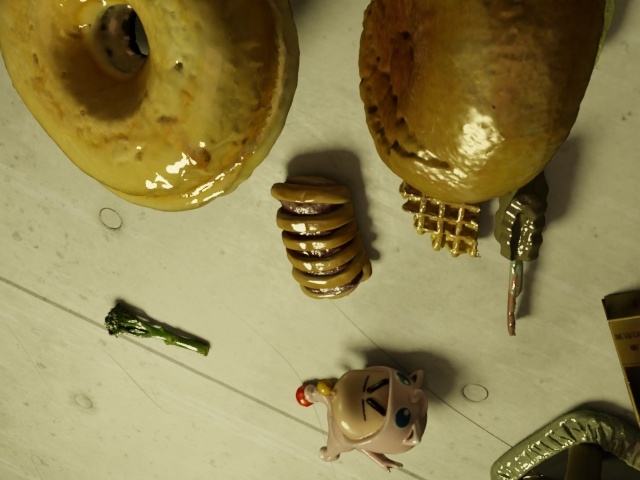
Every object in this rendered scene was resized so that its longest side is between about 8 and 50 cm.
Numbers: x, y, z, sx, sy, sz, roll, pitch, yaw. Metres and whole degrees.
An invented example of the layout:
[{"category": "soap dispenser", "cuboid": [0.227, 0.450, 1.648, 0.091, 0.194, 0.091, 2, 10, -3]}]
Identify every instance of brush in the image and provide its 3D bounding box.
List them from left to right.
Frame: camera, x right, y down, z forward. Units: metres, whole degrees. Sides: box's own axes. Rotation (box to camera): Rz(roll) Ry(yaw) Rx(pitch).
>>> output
[{"category": "brush", "cuboid": [0.289, 0.031, 0.998, 0.071, 0.084, 0.301, 5, 131, 15]}]

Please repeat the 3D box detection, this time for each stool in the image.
[{"category": "stool", "cuboid": [0.476, 0.492, 1.163, 0.310, 0.226, 0.310, 29, 130, -2]}]

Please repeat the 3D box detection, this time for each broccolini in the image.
[{"category": "broccolini", "cuboid": [-0.328, 0.189, 1.345, 0.216, 0.067, 0.058, 20, 167, 6]}]

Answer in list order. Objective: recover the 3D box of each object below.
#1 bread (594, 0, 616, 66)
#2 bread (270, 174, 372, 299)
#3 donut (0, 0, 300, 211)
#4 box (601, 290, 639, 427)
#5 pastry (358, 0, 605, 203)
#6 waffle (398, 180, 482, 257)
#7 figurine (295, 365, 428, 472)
[{"category": "bread", "cuboid": [0.276, -0.245, 0.790, 0.118, 0.064, 0.156, 0, 128, -22]}, {"category": "bread", "cuboid": [0.000, 0.000, 1.075, 0.134, 0.081, 0.225, -4, 122, 21]}, {"category": "donut", "cuboid": [-0.227, -0.252, 0.862, 0.449, 0.198, 0.448, 9, 111, 23]}, {"category": "box", "cuboid": [0.535, 0.181, 1.018, 0.159, 0.071, 0.240, -13, 118, 25]}, {"category": "pastry", "cuboid": [0.149, -0.208, 0.720, 0.164, 0.356, 0.356, 2, 131, -18]}, {"category": "waffle", "cuboid": [0.200, -0.058, 0.983, 0.161, 0.046, 0.192, -22, 115, 32]}, {"category": "figurine", "cuboid": [0.065, 0.324, 1.235, 0.186, 0.176, 0.287, 26, 149, -32]}]
